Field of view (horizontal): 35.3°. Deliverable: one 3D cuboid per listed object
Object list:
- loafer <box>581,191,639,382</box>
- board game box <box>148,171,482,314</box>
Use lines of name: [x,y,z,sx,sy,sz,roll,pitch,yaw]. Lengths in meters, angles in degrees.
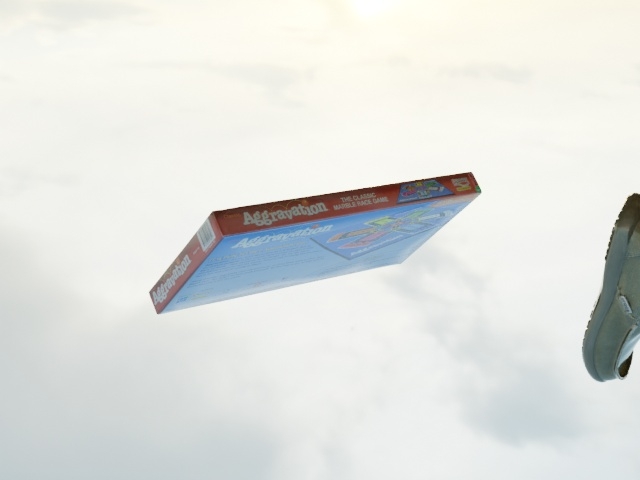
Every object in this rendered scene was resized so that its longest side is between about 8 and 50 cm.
loafer: [0.207,0.040,0.657,0.050,0.148,0.056,19,-137,25]
board game box: [0.000,0.000,0.893,0.281,0.145,0.027,-10,-111,-36]
